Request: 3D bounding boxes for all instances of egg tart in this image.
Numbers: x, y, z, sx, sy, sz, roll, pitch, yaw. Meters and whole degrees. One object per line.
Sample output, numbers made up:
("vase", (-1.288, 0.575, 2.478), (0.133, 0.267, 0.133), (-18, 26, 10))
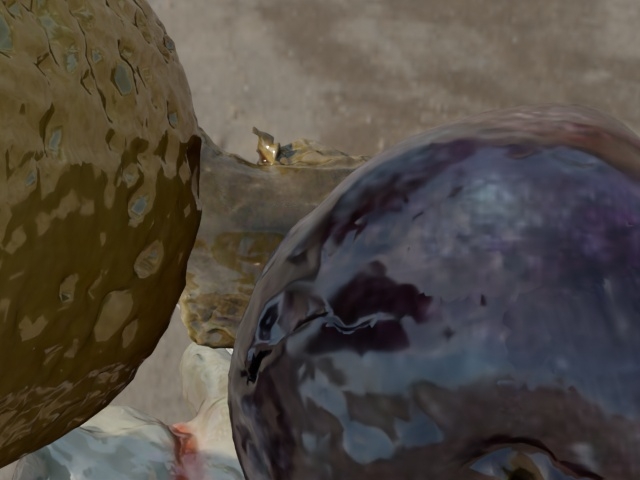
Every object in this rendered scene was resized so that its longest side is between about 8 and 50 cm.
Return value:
("egg tart", (-0.120, -0.012, 0.381), (0.202, 0.202, 0.147), (34, 13, 26))

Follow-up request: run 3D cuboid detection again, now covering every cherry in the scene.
("cherry", (0.063, 0.042, 0.561), (0.195, 0.195, 0.195), (1, 47, -1))

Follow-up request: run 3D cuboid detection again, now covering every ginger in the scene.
("ginger", (-0.002, -0.001, 0.944), (0.333, 0.080, 0.166), (19, 83, -8))

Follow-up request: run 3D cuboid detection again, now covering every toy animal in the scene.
("toy animal", (-0.096, 0.248, 0.987), (0.266, 0.308, 0.188), (28, 15, 39))

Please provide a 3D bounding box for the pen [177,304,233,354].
("pen", (-0.070, 0.091, 1.341), (0.025, 0.025, 0.204), (-30, 54, -26))
